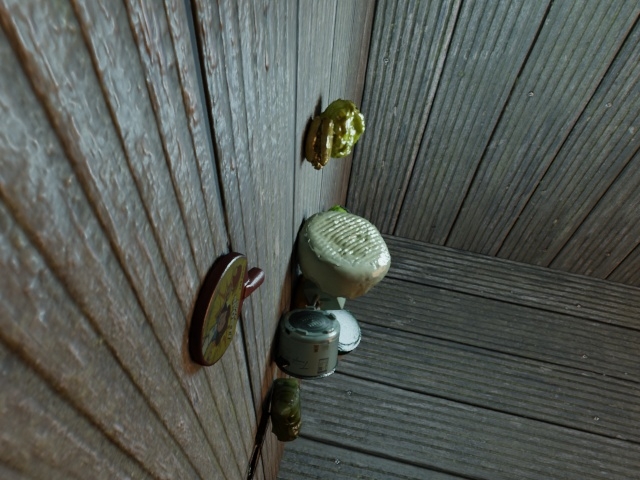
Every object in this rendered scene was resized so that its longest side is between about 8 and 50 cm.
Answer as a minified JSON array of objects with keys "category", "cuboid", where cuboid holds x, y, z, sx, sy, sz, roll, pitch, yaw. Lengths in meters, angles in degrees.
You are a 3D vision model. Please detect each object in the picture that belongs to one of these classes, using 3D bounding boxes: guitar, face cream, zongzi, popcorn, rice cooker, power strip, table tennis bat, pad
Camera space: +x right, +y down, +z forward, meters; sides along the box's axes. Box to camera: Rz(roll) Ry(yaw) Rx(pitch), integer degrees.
[{"category":"guitar","cuboid":[-0.228,0.746,1.728,0.088,0.025,0.233,103,2,-50]},{"category":"face cream","cuboid":[0.005,0.461,2.093,0.312,0.219,0.357,-26,164,-43]},{"category":"zongzi","cuboid":[-0.137,0.697,1.805,0.274,0.125,0.251,-96,-176,-79]},{"category":"popcorn","cuboid":[0.057,-0.383,1.593,0.197,0.155,0.197,-53,164,-22]},{"category":"rice cooker","cuboid":[-0.046,0.387,1.738,0.280,0.241,0.227,-14,117,-42]},{"category":"power strip","cuboid":[0.022,0.199,1.885,0.224,0.140,0.139,-68,146,-45]},{"category":"table tennis bat","cuboid":[-0.168,0.110,0.875,0.310,0.038,0.200,-48,151,-73]},{"category":"pad","cuboid":[-0.233,0.819,1.812,0.163,0.004,0.243,108,-2,-79]}]

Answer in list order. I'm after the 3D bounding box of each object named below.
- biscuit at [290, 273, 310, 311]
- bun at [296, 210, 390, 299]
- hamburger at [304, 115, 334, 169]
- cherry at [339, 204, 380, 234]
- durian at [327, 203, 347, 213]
[{"category":"biscuit","cuboid":[-0.066,0.249,2.012,0.213,0.091,0.274,100,7,-45]},{"category":"bun","cuboid":[0.071,0.059,1.766,0.211,0.359,0.360,107,-1,-48]},{"category":"hamburger","cuboid":[-0.003,-0.304,1.457,0.138,0.083,0.147,89,12,-54]},{"category":"cherry","cuboid":[0.135,0.041,2.214,0.326,0.291,0.335,-24,127,-46]},{"category":"durian","cuboid":[0.082,-0.008,2.439,0.256,0.204,0.340,28,76,-72]}]
